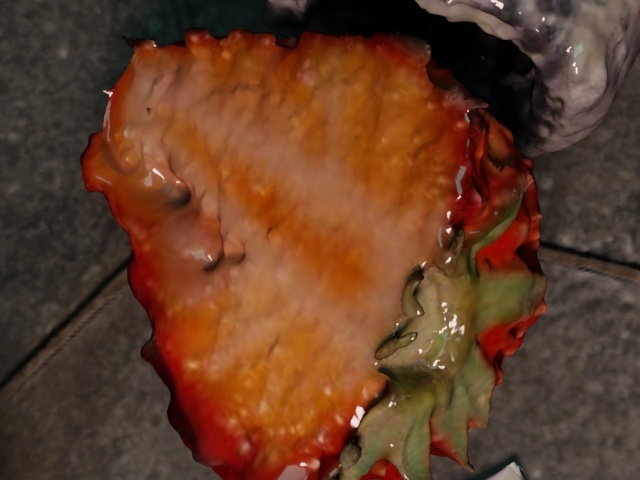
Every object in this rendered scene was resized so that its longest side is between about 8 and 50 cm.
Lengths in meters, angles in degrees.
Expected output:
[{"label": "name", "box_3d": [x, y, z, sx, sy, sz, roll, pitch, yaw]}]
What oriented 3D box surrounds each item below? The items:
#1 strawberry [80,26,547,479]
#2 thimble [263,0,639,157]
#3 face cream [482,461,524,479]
[{"label": "strawberry", "box_3d": [0.001, 0.018, 0.912, 0.280, 0.150, 0.253, 10, 91, 43]}, {"label": "thimble", "box_3d": [0.086, -0.154, 0.905, 0.217, 0.245, 0.157, 31, 76, -24]}, {"label": "face cream", "box_3d": [0.067, 0.162, 0.929, 0.115, 0.020, 0.038, -22, 73, -4]}]
